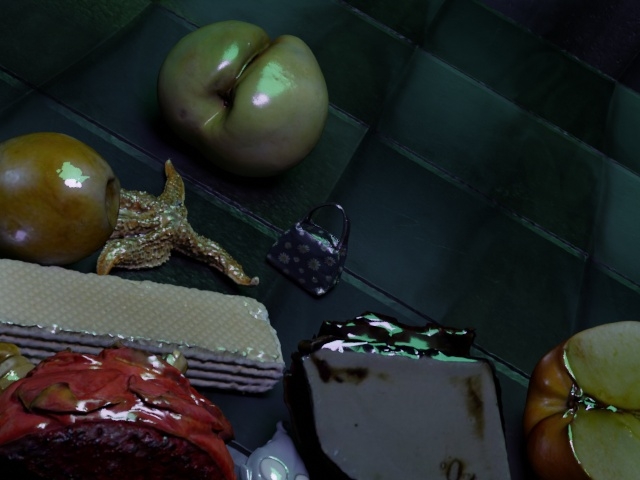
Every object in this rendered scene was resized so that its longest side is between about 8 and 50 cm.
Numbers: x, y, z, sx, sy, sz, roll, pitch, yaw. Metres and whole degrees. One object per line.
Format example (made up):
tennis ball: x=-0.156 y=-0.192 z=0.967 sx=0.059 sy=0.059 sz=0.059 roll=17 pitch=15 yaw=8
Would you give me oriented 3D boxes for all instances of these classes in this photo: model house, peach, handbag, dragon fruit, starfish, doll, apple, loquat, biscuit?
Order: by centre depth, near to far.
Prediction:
dragon fruit: x=-0.210 y=0.183 z=1.403 sx=0.317 sy=0.152 sz=0.205 roll=27 pitch=30 yaw=-31
doll: x=-0.059 y=0.313 z=1.488 sx=0.102 sy=0.075 sz=0.227 roll=37 pitch=40 yaw=-22
biscuit: x=-0.252 y=0.112 z=1.600 sx=0.426 sy=0.078 sz=0.144 roll=12 pitch=35 yaw=-28
loquat: x=-0.375 y=-0.053 z=1.611 sx=0.227 sy=0.179 sz=0.179 roll=0 pitch=27 yaw=17
model house: x=0.090 y=0.245 z=1.620 sx=0.317 sy=0.297 sz=0.282 roll=5 pitch=6 yaw=-12
apple: x=0.474 y=0.283 z=1.770 sx=0.365 sy=0.295 sz=0.329 roll=17 pitch=8 yaw=-16
starfish: x=-0.271 y=-0.038 z=1.791 sx=0.293 sy=0.084 sz=0.301 roll=0 pitch=47 yaw=-41
handbag: x=0.000 y=0.000 z=1.904 sx=0.115 sy=0.139 sz=0.072 roll=37 pitch=24 yaw=12
peach: x=-0.127 y=-0.237 z=2.044 sx=0.292 sy=0.247 sz=0.292 roll=16 pitch=7 yaw=-2

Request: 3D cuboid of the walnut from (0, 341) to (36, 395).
walnut: x=-0.387 y=0.185 z=1.399 sx=0.143 sy=0.069 sz=0.170 roll=43 pitch=29 yaw=12
